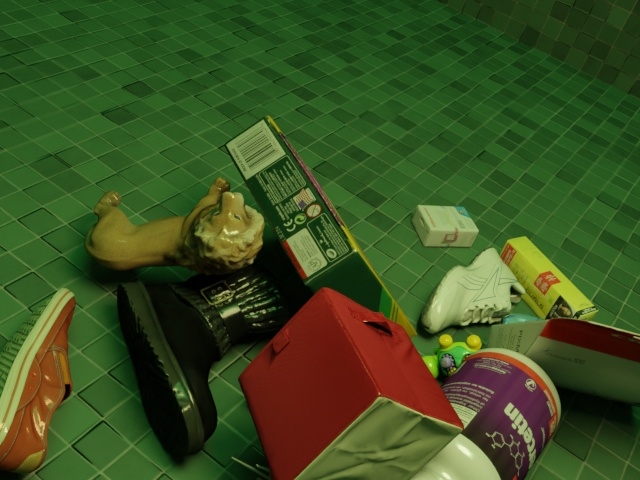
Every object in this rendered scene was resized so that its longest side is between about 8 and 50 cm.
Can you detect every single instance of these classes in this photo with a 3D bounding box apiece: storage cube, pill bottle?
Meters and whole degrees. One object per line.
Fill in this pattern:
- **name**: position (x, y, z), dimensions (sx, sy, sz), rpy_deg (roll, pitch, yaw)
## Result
- **storage cube**: position (0.036, 0.213, 0.971), dimensions (0.183, 0.215, 0.193), rpy_deg (30, 20, -39)
- **pill bottle**: position (0.223, 0.311, 1.104), dimensions (0.181, 0.182, 0.323), rpy_deg (35, 41, 20)

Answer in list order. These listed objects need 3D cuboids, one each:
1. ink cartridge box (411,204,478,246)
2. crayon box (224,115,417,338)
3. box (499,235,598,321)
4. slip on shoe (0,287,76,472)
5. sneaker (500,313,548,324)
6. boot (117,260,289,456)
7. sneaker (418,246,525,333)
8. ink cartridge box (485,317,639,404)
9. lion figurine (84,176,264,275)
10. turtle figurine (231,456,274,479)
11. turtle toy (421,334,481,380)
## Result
- **ink cartridge box**: position (0.277, -0.032, 1.644), dimensions (0.122, 0.052, 0.088), rpy_deg (2, 40, -21)
- **crayon box**: position (0.000, 0.000, 1.299), dimensions (0.106, 0.313, 0.363), rpy_deg (-34, 51, 2)
- **box**: position (0.466, 0.098, 1.534), dimensions (0.058, 0.087, 0.232), rpy_deg (-9, 47, -30)
- **slip on shoe**: position (-0.413, 0.197, 1.068), dimensions (0.101, 0.123, 0.331), rpy_deg (39, 24, -27)
- **sneaker**: position (0.431, 0.171, 1.419), dimensions (0.162, 0.073, 0.063), rpy_deg (10, 69, 5)
- **boot**: position (-0.159, 0.165, 1.171), dimensions (0.260, 0.131, 0.348), rpy_deg (-6, 44, -27)
- **sneaker**: position (0.305, 0.111, 1.444), dimensions (0.129, 0.111, 0.297), rpy_deg (44, 46, 21)
- **ink cartridge box**: position (0.478, 0.211, 1.201), dimensions (0.308, 0.385, 0.091), rpy_deg (16, 81, -5)
- **lion figurine**: position (-0.264, -0.005, 1.240), dimensions (0.392, 0.142, 0.240), rpy_deg (-13, 26, 17)
- **turtle figurine**: position (-0.022, 0.368, 0.994), dimensions (0.234, 0.118, 0.175), rpy_deg (31, 6, 10)
- **turtle toy**: position (0.234, 0.218, 1.296), dimensions (0.130, 0.095, 0.066), rpy_deg (-2, 46, 20)
